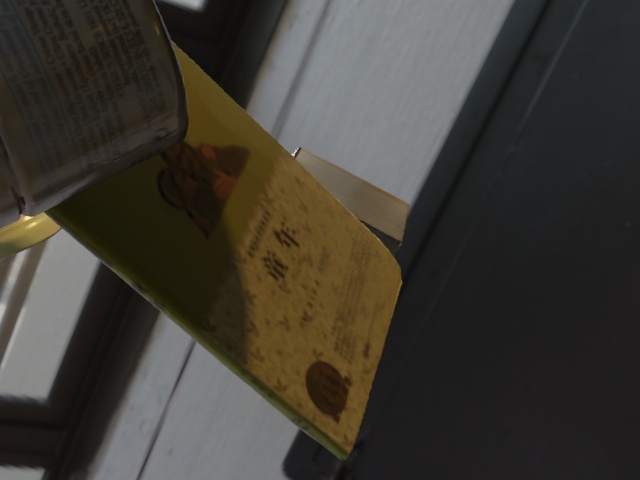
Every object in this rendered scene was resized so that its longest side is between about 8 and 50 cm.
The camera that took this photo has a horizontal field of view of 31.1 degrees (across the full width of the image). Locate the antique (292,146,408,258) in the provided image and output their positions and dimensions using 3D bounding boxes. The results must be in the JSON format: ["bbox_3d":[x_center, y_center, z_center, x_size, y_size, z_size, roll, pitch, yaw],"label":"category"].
[{"bbox_3d":[0.000,0.000,1.273,0.152,0.146,0.148,28,24,-2],"label":"antique"}]

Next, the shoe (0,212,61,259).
[{"bbox_3d":[-0.376,-0.112,1.399,0.363,0.132,0.160,-100,167,-63],"label":"shoe"}]

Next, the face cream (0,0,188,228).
[{"bbox_3d":[-0.183,-0.107,0.692,0.153,0.177,0.177,-26,43,-18],"label":"face cream"}]

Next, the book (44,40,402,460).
[{"bbox_3d":[-0.069,-0.004,0.954,0.352,0.035,0.239,43,39,-21],"label":"book"}]
